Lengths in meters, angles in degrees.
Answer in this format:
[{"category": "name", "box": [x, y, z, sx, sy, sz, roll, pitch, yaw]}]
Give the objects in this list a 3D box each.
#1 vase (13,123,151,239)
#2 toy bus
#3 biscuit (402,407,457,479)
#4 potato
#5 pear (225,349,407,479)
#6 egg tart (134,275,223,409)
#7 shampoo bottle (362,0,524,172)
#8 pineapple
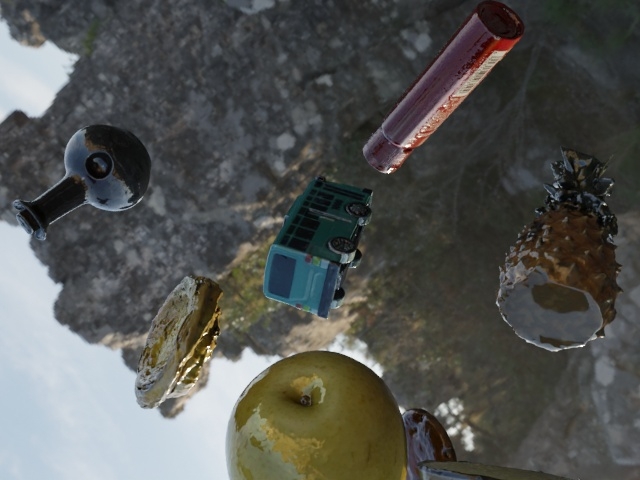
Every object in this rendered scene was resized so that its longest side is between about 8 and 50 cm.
[{"category": "vase", "box": [-0.308, -0.071, 0.940, 0.120, 0.183, 0.120, 30, 144, 25]}, {"category": "toy bus", "box": [0.000, 0.000, 0.789, 0.091, 0.079, 0.160, 18, -144, 7]}, {"category": "biscuit", "box": [0.202, 0.441, 1.453, 0.036, 0.212, 0.212, -4, -144, -28]}, {"category": "potato", "box": [0.198, 0.316, 0.825, 0.182, 0.117, 0.202, 3, 169, 28]}, {"category": "pear", "box": [-0.008, 0.379, 1.315, 0.348, 0.348, 0.348, 49, -176, -4]}, {"category": "egg tart", "box": [-0.266, 0.202, 1.413, 0.107, 0.291, 0.291, 29, -169, -21]}, {"category": "shampoo bottle", "box": [0.177, -0.226, 1.117, 0.076, 0.314, 0.118, 45, -138, 3]}, {"category": "pineapple", "box": [0.359, -0.010, 1.047, 0.169, 0.169, 0.340, 48, -135, -20]}]
